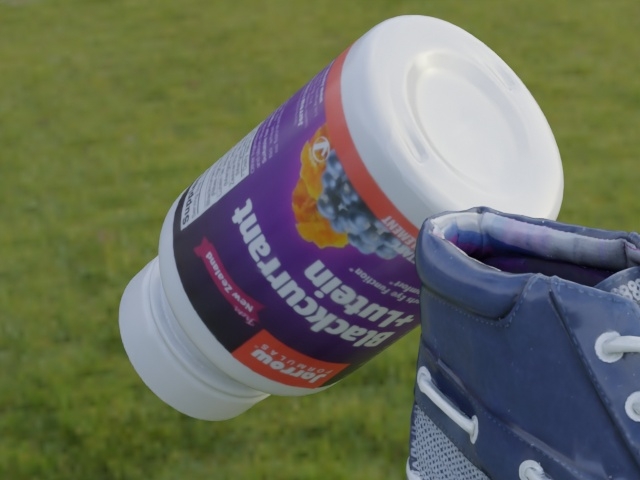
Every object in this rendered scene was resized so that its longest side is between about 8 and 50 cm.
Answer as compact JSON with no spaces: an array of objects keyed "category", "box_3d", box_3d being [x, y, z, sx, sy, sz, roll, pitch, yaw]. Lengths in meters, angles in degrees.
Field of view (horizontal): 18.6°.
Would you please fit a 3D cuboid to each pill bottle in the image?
[{"category":"pill bottle","box_3d":[0.000,0.000,0.822,0.193,0.108,0.108,-38,-4,39]}]

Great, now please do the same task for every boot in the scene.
[{"category":"boot","box_3d":[0.085,0.053,0.447,0.069,0.086,0.190,-20,26,-36]}]
